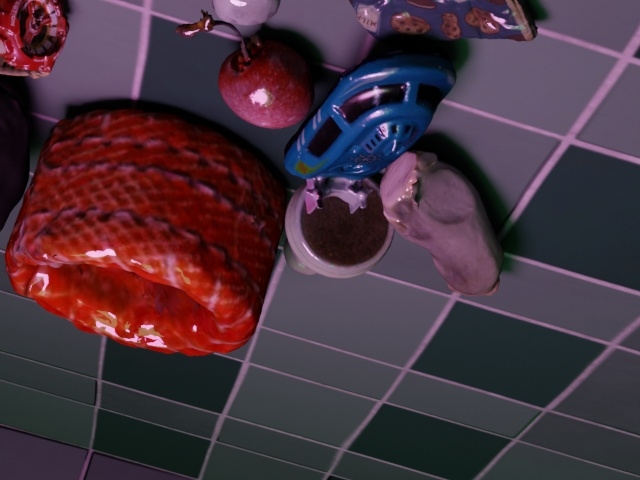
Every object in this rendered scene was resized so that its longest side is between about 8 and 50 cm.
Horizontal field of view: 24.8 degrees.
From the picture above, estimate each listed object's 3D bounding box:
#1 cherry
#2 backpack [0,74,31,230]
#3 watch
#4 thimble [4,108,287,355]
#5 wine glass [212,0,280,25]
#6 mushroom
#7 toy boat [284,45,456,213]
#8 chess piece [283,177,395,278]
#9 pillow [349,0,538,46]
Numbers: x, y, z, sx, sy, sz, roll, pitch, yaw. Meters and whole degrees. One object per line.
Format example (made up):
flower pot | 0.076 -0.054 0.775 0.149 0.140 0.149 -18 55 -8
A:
cherry | -0.086 -0.191 1.593 0.107 0.090 0.225 9 163 42
backpack | -0.597 -0.129 1.823 0.445 0.255 0.363 22 155 -2
watch | -0.412 -0.249 1.677 0.268 0.102 0.165 2 154 41
thimble | -0.221 -0.007 1.888 0.350 0.231 0.350 11 154 5
wine glass | -0.077 -0.286 1.434 0.073 0.073 0.155 11 151 7
mushroom | 0.161 -0.013 1.828 0.109 0.097 0.351 -1 153 25
toy boat | 0.060 -0.114 1.622 0.134 0.092 0.299 -3 163 -21
chess piece | 0.000 0.000 1.926 0.139 0.139 0.271 19 164 -9
pillow | 0.089 -0.270 1.423 0.189 0.034 0.255 1 153 30
